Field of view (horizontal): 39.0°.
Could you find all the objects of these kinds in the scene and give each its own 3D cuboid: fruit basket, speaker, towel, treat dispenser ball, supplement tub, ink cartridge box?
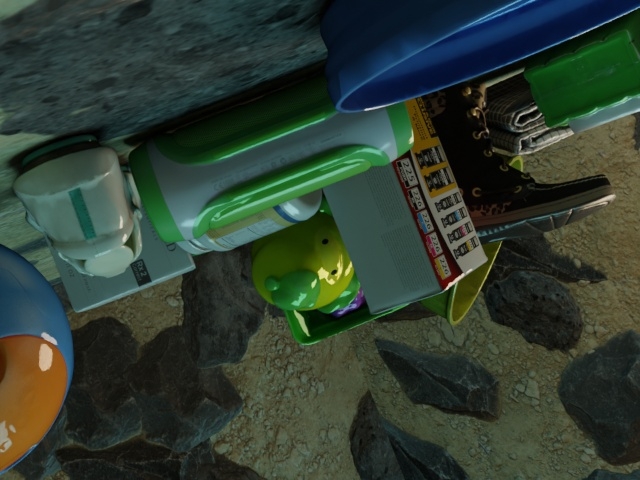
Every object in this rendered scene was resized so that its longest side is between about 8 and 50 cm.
[{"bbox_3d":[0.000,0.000,1.580,0.283,0.392,0.392,-21,-179,-7],"label":"fruit basket"},{"bbox_3d":[-0.054,-0.100,0.998,0.296,0.131,0.131,-21,-179,-3],"label":"speaker"},{"bbox_3d":[0.460,-0.284,1.842,0.283,0.121,0.235,-24,-163,-9],"label":"towel"},{"bbox_3d":[0.514,-0.311,1.562,0.327,0.165,0.353,-19,-174,38],"label":"fruit basket"},{"bbox_3d":[-0.419,0.130,0.987,0.288,0.288,0.288,-21,-179,0],"label":"treat dispenser ball"},{"bbox_3d":[-0.115,-0.069,1.285,0.199,0.144,0.144,-21,-179,24],"label":"supplement tub"},{"bbox_3d":[0.129,-0.078,1.400,0.130,0.309,0.272,-21,-178,31],"label":"ink cartridge box"}]

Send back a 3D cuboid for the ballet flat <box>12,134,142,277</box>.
[{"bbox_3d":[-0.254,-0.019,1.002,0.139,0.139,0.400,-21,-179,-10],"label":"ballet flat"}]

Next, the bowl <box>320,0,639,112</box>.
[{"bbox_3d":[0.179,-0.213,0.743,0.391,0.077,0.391,-22,-179,0],"label":"bowl"}]

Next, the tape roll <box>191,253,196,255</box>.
[{"bbox_3d":[-0.300,-0.026,2.398,0.321,0.077,0.321,-18,-172,3],"label":"tape roll"}]

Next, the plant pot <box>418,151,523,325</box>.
[{"bbox_3d":[0.185,-0.061,1.875,0.353,0.366,0.366,23,-161,19],"label":"plant pot"}]

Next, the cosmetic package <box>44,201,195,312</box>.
[{"bbox_3d":[-0.300,0.006,1.363,0.183,0.151,0.151,-22,180,-7],"label":"cosmetic package"}]

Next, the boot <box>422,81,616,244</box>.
[{"bbox_3d":[0.302,-0.143,1.596,0.377,0.284,0.138,-14,165,16],"label":"boot"}]
